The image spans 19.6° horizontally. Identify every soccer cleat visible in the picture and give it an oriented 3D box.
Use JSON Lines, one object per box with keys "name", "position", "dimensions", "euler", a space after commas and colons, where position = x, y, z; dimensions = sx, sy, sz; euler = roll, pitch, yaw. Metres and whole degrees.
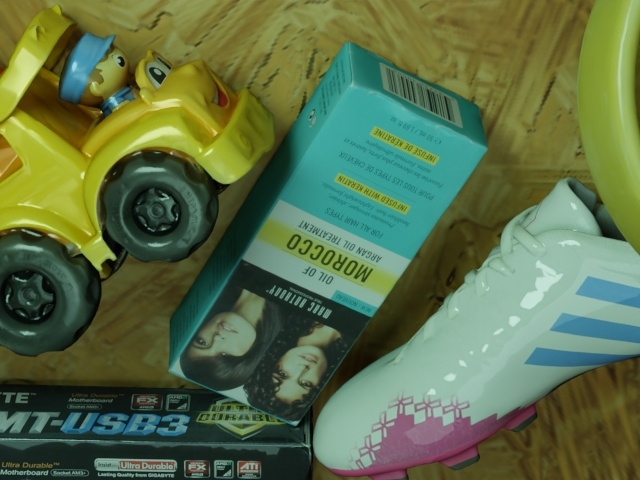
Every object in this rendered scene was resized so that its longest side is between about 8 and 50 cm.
{"name": "soccer cleat", "position": [0.132, 0.040, 1.204], "dimensions": [0.331, 0.116, 0.143], "euler": [-23, 112, 6]}

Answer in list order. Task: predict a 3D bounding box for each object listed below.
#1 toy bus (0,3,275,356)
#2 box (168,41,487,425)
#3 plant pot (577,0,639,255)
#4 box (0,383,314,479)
{"name": "toy bus", "position": [-0.167, -0.065, 1.112], "dimensions": [0.220, 0.149, 0.211], "euler": [-35, 102, 16]}
{"name": "box", "position": [0.000, 0.000, 1.193], "dimensions": [0.100, 0.060, 0.244], "euler": [24, 118, -16]}
{"name": "plant pot", "position": [0.253, -0.077, 1.019], "dimensions": [0.254, 0.239, 0.254], "euler": [0, 91, -6]}
{"name": "box", "position": [-0.154, 0.237, 1.330], "dimensions": [0.295, 0.073, 0.293], "euler": [0, 122, -2]}
